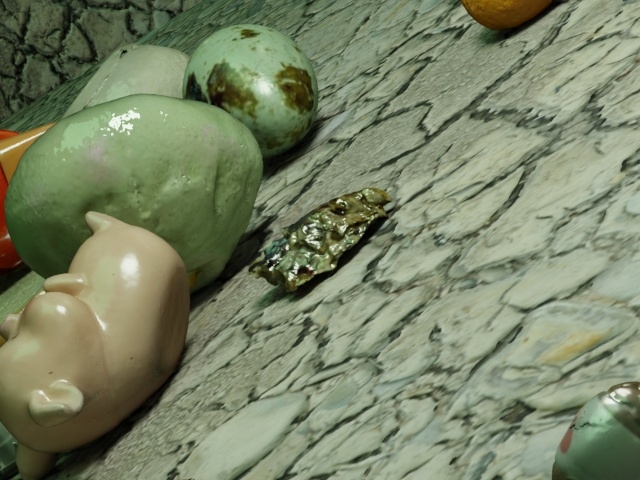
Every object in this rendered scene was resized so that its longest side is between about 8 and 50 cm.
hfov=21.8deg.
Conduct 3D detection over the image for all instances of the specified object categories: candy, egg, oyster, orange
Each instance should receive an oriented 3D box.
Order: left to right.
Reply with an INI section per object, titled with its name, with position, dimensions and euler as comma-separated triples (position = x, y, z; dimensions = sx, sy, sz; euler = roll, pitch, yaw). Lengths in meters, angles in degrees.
[candy]
position = -0.276, -0.146, 2.361
dimensions = 0.295, 0.185, 0.295
euler = -48, 17, 19
[egg]
position = -0.083, -0.182, 2.082
dimensions = 0.169, 0.169, 0.231
euler = -38, 27, -6
[oyster]
position = 0.003, -0.007, 1.610
dimensions = 0.148, 0.051, 0.103
euler = -32, 20, -23
[orange]
position = 0.217, -0.311, 1.911
dimensions = 0.135, 0.117, 0.135
euler = -29, 12, 7

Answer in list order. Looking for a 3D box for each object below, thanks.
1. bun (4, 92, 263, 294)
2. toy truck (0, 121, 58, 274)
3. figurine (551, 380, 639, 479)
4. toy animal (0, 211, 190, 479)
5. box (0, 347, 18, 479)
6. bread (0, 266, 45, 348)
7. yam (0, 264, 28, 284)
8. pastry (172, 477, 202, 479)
[bun]
position = -0.192, -0.020, 1.771
dimensions = 0.283, 0.283, 0.179
euler = -31, 57, 17
[toy truck]
position = -0.393, -0.061, 2.138
dimensions = 0.239, 0.189, 0.265
euler = -20, 14, -13
[figurine]
position = 0.130, 0.143, 0.783
dimensions = 0.260, 0.103, 0.205
euler = -43, -9, -35
[toy animal]
position = -0.217, 0.098, 1.592
dimensions = 0.250, 0.154, 0.166
euler = -56, -20, -32
[box]
position = -0.355, 0.187, 1.723
dimensions = 0.124, 0.093, 0.172
euler = -33, 16, 10
[bread]
position = -0.386, 0.112, 2.053
dimensions = 0.236, 0.070, 0.236
euler = -34, 16, 11
[yam]
position = -0.464, 0.058, 2.366
dimensions = 0.081, 0.081, 0.356
euler = -43, 17, -23
[pastry]
position = -0.138, 0.236, 1.091
dimensions = 0.208, 0.115, 0.097
euler = -32, 42, 11
